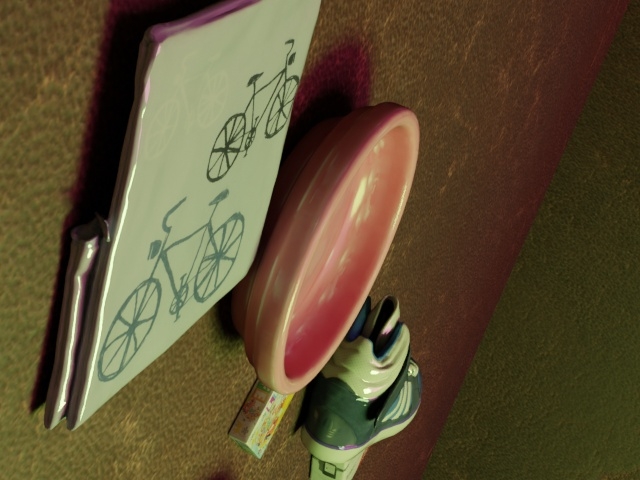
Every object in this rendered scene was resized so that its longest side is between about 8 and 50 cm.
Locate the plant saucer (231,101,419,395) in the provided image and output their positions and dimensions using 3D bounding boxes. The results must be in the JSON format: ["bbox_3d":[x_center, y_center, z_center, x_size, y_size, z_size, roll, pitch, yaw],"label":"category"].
[{"bbox_3d":[0.000,0.000,1.351,0.332,0.084,0.332,-57,162,-29],"label":"plant saucer"}]

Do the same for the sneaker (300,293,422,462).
[{"bbox_3d":[0.098,0.172,1.869,0.323,0.130,0.236,-31,147,-57],"label":"sneaker"}]

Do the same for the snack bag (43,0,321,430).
[{"bbox_3d":[-0.100,-0.052,1.008,0.323,0.037,0.342,-43,154,-57],"label":"snack bag"}]

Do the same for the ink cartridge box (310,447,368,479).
[{"bbox_3d":[0.037,0.321,2.026,0.109,0.063,0.150,-55,162,-35],"label":"ink cartridge box"}]

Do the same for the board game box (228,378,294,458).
[{"bbox_3d":[-0.058,0.186,1.553,0.154,0.026,0.103,-62,165,-14],"label":"board game box"}]
